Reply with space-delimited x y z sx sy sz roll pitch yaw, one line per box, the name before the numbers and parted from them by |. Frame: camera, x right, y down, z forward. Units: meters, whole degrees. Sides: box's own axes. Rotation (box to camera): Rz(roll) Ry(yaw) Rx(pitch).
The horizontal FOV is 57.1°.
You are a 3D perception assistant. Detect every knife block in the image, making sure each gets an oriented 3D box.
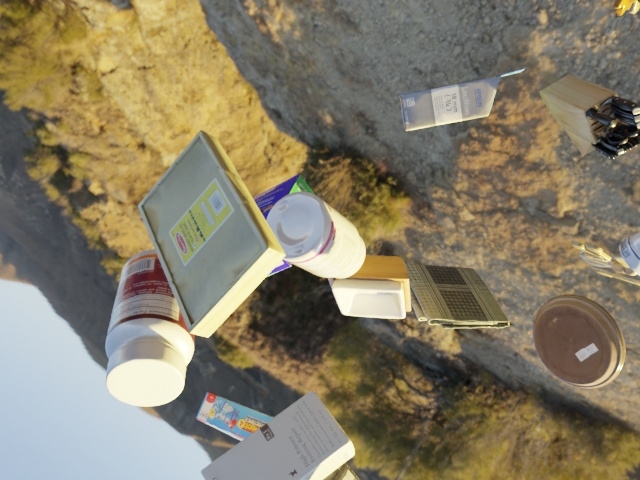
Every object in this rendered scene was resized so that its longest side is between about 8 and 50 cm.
knife block | 0.643 -0.312 1.385 0.276 0.088 0.242 62 -175 18

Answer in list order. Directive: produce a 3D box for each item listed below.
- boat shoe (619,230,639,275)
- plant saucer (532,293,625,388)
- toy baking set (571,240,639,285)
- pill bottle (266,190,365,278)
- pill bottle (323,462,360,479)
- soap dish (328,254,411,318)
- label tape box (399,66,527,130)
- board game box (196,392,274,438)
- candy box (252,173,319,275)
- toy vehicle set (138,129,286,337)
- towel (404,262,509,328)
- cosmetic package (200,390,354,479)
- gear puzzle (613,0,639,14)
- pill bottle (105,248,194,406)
boat shoe | 0.614 0.055 0.958 0.258 0.095 0.084 24 135 -16
plant saucer | 0.730 0.294 1.694 0.277 0.041 0.278 17 113 48
toy baking set | 0.655 0.051 1.284 0.196 0.030 0.256 28 179 35
pill bottle | 0.000 0.000 1.405 0.160 0.160 0.283 31 180 28
pill bottle | 0.029 0.483 1.064 0.246 0.130 0.130 51 167 4
soap dish | 0.154 0.138 1.758 0.228 0.118 0.291 2 156 11
label tape box | 0.406 -0.394 1.656 0.240 0.333 0.106 -44 -56 -70
board game box | -0.184 0.602 1.845 0.301 0.086 0.308 12 155 28
candy box | -0.167 -0.019 1.620 0.268 0.317 0.122 -24 116 31
toy vehicle set | -0.167 -0.018 0.848 0.035 0.166 0.267 25 -154 -50
towel | 0.452 0.195 2.039 0.311 0.056 0.324 5 -148 -16
cosmetic package | -0.069 0.373 0.988 0.117 0.231 0.086 47 164 33
gear puzzle | 0.505 -0.423 0.831 0.044 0.339 0.176 31 147 33
pill bottle | -0.449 0.227 1.586 0.224 0.224 0.392 49 -160 -36
